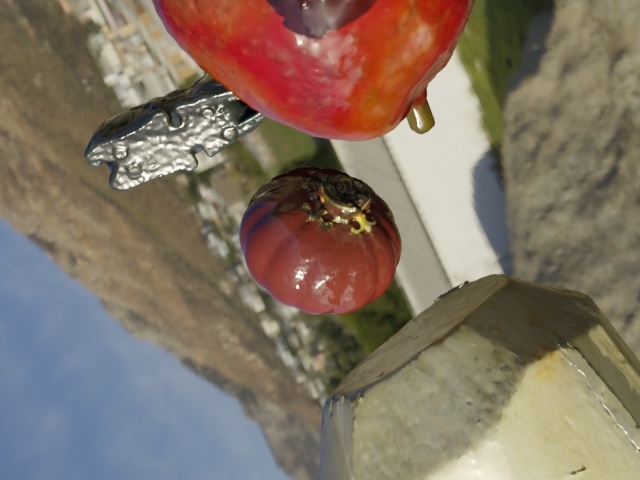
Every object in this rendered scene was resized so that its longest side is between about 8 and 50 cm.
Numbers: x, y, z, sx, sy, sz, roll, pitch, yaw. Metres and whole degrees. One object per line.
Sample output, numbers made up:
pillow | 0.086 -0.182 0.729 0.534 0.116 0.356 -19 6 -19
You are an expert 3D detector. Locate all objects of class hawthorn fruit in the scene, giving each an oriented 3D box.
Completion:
hawthorn fruit | 0.008 -0.208 1.102 0.307 0.265 0.265 56 -174 -18

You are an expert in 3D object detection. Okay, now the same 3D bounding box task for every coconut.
coconut | 0.160 0.200 1.159 0.323 0.323 0.323 -25 -90 -86

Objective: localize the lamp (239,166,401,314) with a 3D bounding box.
lamp | 0.000 0.000 0.815 0.090 0.101 0.101 111 149 -41

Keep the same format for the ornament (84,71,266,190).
ornament | -0.130 -0.155 1.310 0.080 0.202 0.236 58 -165 -32
